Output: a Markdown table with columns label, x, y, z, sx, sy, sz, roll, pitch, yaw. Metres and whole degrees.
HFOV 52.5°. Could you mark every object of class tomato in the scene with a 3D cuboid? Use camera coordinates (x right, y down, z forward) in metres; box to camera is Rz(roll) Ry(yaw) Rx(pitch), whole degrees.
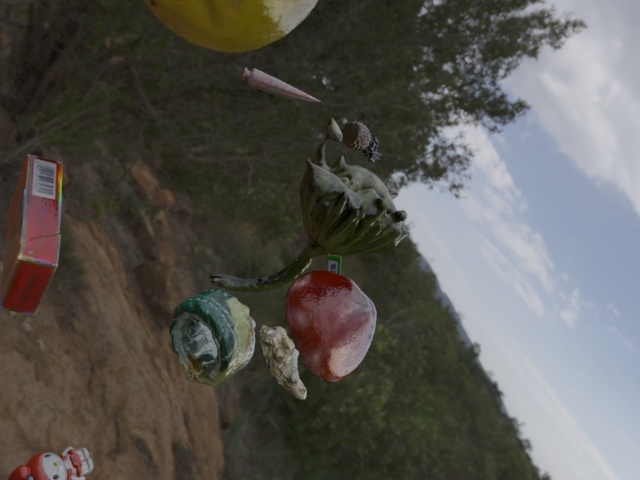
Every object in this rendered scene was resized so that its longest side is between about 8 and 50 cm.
| label | x | y | z | sx | sy | sz | roll | pitch | yaw |
| --- | --- | --- | --- | --- | --- | --- | --- | --- | --- |
| tomato | 0.033 | 0.133 | 1.057 | 0.189 | 0.099 | 0.173 | 63 | 32 | -8 |

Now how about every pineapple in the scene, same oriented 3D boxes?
| label | x | y | z | sx | sy | sz | roll | pitch | yaw |
| --- | --- | --- | --- | --- | --- | --- | --- | --- | --- |
| pineapple | 0.110 | -0.247 | 1.651 | 0.159 | 0.074 | 0.074 | 26 | 33 | -58 |

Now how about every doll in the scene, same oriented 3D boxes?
| label | x | y | z | sx | sy | sz | roll | pitch | yaw |
| --- | --- | --- | --- | --- | --- | --- | --- | --- | --- |
| doll | -0.895 | 0.767 | 2.108 | 0.161 | 0.290 | 0.130 | 55 | -42 | 26 |

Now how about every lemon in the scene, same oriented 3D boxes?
| label | x | y | z | sx | sy | sz | roll | pitch | yaw |
| --- | --- | --- | --- | --- | --- | --- | --- | --- | --- |
| lemon | -0.134 | -0.465 | 0.998 | 0.348 | 0.348 | 0.348 | 60 | 5 | -9 |

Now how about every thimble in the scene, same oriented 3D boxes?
| label | x | y | z | sx | sy | sz | roll | pitch | yaw |
| --- | --- | --- | --- | --- | --- | --- | --- | --- | --- |
| thimble | -0.332 | 0.299 | 1.988 | 0.254 | 0.288 | 0.167 | 25 | 27 | 26 |

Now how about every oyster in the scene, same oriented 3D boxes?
| label | x | y | z | sx | sy | sz | roll | pitch | yaw |
| --- | --- | --- | --- | --- | --- | --- | --- | --- | --- |
| oyster | -0.072 | 0.264 | 1.450 | 0.191 | 0.081 | 0.163 | 66 | 10 | 12 |

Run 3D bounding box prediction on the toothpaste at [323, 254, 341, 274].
| label | x | y | z | sx | sy | sz | roll | pitch | yaw |
| --- | --- | --- | --- | --- | --- | --- | --- | --- | --- |
| toothpaste | 0.036 | 0.032 | 1.871 | 0.037 | 0.043 | 0.178 | -117 | -158 | -48 |

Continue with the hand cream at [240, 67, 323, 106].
| label | x | y | z | sx | sy | sz | roll | pitch | yaw |
| --- | --- | --- | --- | --- | --- | --- | --- | --- | --- |
| hand cream | -0.095 | -0.373 | 1.607 | 0.210 | 0.043 | 0.067 | 19 | -2 | -17 |

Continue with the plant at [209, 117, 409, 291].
| label | x | y | z | sx | sy | sz | roll | pitch | yaw |
| --- | --- | --- | --- | --- | --- | --- | --- | --- | --- |
| plant | -0.005 | -0.018 | 1.170 | 0.251 | 0.333 | 0.180 | 32 | 35 | -26 |

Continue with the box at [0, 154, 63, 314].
| label | x | y | z | sx | sy | sz | roll | pitch | yaw |
| --- | --- | --- | --- | --- | --- | --- | --- | --- | --- |
| box | -0.367 | -0.009 | 0.828 | 0.048 | 0.112 | 0.175 | 13 | 46 | -32 |
